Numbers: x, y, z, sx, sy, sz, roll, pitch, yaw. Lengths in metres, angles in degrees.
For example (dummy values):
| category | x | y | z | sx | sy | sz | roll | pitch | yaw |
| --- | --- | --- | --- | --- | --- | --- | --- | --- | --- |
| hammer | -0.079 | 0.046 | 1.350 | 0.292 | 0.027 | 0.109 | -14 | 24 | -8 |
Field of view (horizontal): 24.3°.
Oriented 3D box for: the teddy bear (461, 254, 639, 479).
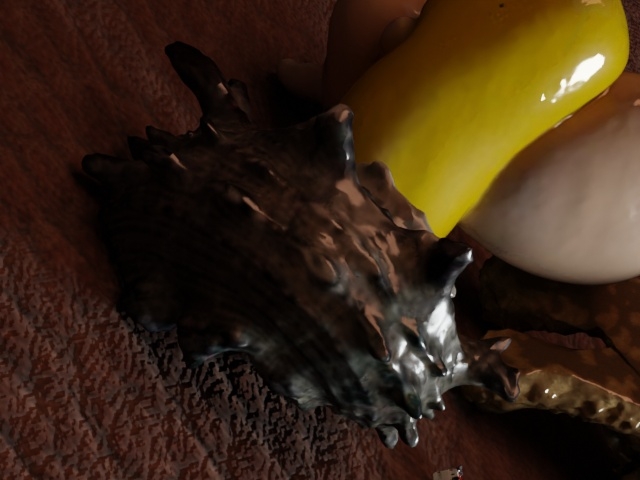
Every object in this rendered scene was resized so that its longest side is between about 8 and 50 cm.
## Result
| category | x | y | z | sx | sy | sz | roll | pitch | yaw |
| --- | --- | --- | --- | --- | --- | --- | --- | --- | --- |
| teddy bear | 0.264 | 0.145 | 1.263 | 0.296 | 0.223 | 0.246 | 11 | 44 | 8 |

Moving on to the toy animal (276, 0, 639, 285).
| category | x | y | z | sx | sy | sz | roll | pitch | yaw |
| --- | --- | --- | --- | --- | --- | --- | --- | --- | --- |
| toy animal | 0.149 | -0.128 | 1.172 | 0.345 | 0.278 | 0.247 | 6 | 34 | -14 |

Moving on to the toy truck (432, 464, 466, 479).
| category | x | y | z | sx | sy | sz | roll | pitch | yaw |
| --- | --- | --- | --- | --- | --- | --- | --- | --- | --- |
| toy truck | 0.096 | 0.197 | 1.073 | 0.032 | 0.024 | 0.083 | 56 | 24 | -49 |

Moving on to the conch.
| category | x | y | z | sx | sy | sz | roll | pitch | yaw |
| --- | --- | --- | --- | --- | --- | --- | --- | --- | --- |
| conch | -0.005 | 0.006 | 0.976 | 0.313 | 0.186 | 0.241 | 33 | 7 | -5 |
